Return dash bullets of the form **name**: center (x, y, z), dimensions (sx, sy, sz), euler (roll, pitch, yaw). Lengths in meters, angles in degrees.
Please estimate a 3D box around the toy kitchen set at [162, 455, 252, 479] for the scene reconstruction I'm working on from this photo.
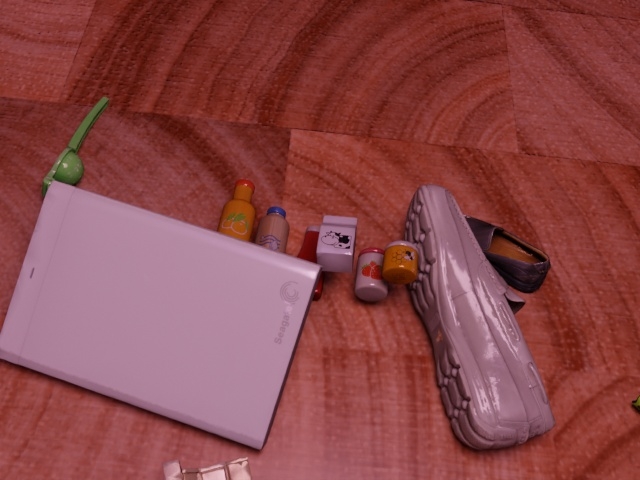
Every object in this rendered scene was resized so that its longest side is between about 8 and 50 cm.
- **toy kitchen set**: center (-0.105, 0.250, 0.664), dimensions (0.083, 0.075, 0.068), euler (-11, 61, -13)

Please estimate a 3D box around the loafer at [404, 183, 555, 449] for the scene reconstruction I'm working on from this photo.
- **loafer**: center (0.177, 0.078, 0.789), dimensions (0.112, 0.112, 0.319), euler (-5, 66, -15)

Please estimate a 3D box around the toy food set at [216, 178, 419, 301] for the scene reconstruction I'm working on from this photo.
- **toy food set**: center (0.000, 0.000, 0.809), dimensions (0.232, 0.111, 0.104), euler (4, 56, 6)

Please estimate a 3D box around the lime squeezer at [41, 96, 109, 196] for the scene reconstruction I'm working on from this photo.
- **lime squeezer**: center (-0.298, -0.074, 0.862), dimensions (0.110, 0.058, 0.310), euler (-14, 59, -14)

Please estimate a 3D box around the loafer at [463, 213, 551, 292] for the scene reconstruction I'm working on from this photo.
- **loafer**: center (0.214, -0.001, 0.863), dimensions (0.170, 0.061, 0.062), euler (28, 60, 12)

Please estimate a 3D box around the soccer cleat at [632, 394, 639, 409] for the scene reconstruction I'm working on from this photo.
- **soccer cleat**: center (0.431, 0.142, 0.798), dimensions (0.072, 0.060, 0.179), euler (35, 64, 17)

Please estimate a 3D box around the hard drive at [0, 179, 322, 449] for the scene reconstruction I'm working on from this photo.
- **hard drive**: center (-0.175, 0.077, 0.734), dimensions (0.308, 0.040, 0.203), euler (18, 89, 6)
